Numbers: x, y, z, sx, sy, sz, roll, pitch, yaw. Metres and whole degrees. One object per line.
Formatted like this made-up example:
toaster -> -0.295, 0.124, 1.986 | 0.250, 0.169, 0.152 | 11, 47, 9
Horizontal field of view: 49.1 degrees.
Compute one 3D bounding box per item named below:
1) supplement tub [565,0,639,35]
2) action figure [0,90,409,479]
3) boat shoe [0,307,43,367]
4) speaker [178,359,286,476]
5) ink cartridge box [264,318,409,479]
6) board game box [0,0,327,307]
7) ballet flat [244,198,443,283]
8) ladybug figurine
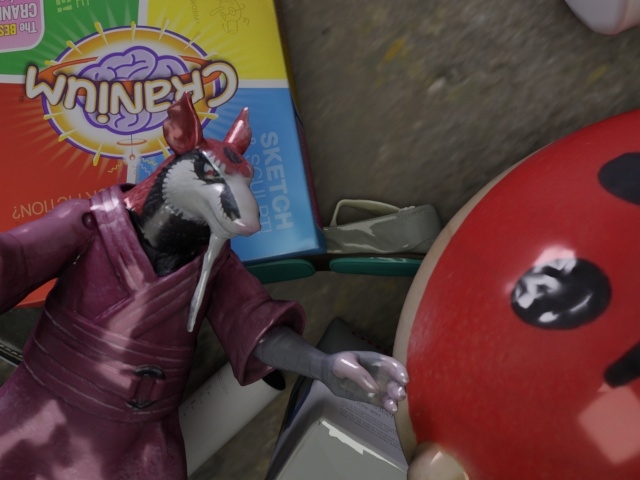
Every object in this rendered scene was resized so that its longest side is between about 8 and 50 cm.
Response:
supplement tub -> 0.294, -0.272, 0.466 | 0.272, 0.191, 0.191 | -23, 97, 7
action figure -> -0.126, 0.083, 0.458 | 0.248, 0.276, 0.370 | 24, 92, -22
boat shoe -> -0.323, 0.005, 0.589 | 0.335, 0.119, 0.121 | 43, 99, -4
speaker -> -0.096, 0.156, 0.633 | 0.136, 0.055, 0.055 | -44, 94, 9
ink cartridge box -> 0.050, 0.161, 0.546 | 0.154, 0.212, 0.093 | 30, 104, -3
board game box -> -0.141, -0.124, 0.550 | 0.242, 0.064, 0.316 | -11, 86, 6
ballet flat -> 0.000, 0.000, 0.604 | 0.213, 0.072, 0.068 | -3, 72, 4
ladybug figurine -> 0.245, 0.042, 0.446 | 0.449, 0.162, 0.305 | -29, 73, -23
